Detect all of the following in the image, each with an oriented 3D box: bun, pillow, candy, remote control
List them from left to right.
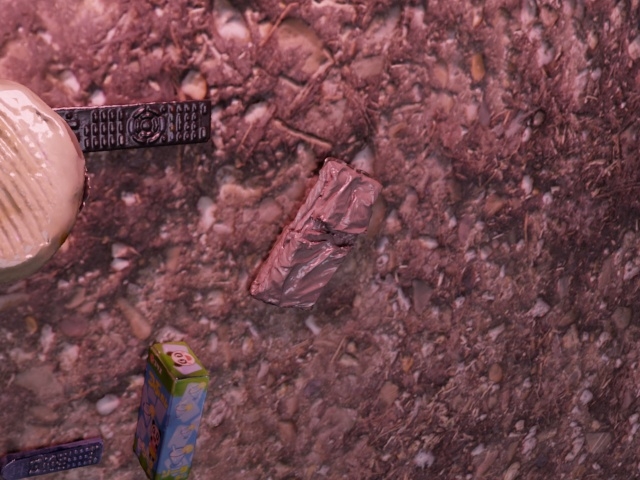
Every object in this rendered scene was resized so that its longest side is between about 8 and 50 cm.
[{"bbox_3d":[-0.378,-0.065,1.038,0.239,0.141,0.239,2,85,-24],"label":"bun"},{"bbox_3d":[-0.391,0.317,1.350,0.153,0.027,0.043,-2,111,-36],"label":"remote control"},{"bbox_3d":[-0.250,-0.145,1.171,0.245,0.025,0.063,-8,119,-30],"label":"remote control"},{"bbox_3d":[-0.225,0.258,1.380,0.062,0.097,0.194,-2,118,-33],"label":"candy"},{"bbox_3d":[0.000,0.000,1.416,0.135,0.049,0.248,20,107,-45],"label":"pillow"}]
